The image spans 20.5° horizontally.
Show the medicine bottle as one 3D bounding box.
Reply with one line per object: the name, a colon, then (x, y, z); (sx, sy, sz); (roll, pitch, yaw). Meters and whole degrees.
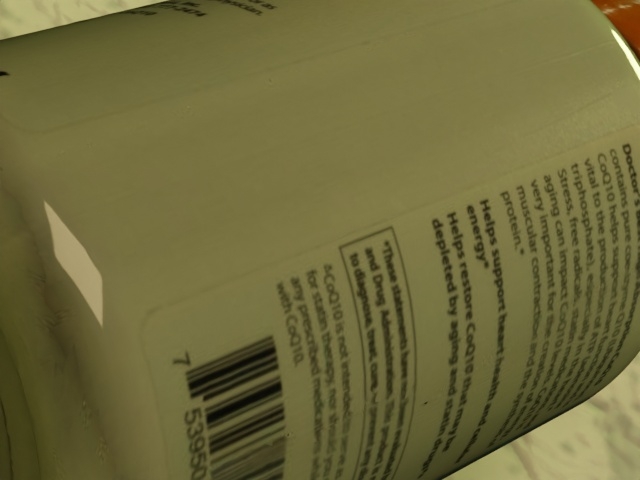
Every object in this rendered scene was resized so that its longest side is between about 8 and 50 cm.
medicine bottle: (0.000, 0.000, 0.517); (0.289, 0.157, 0.157); (-20, 68, -41)
